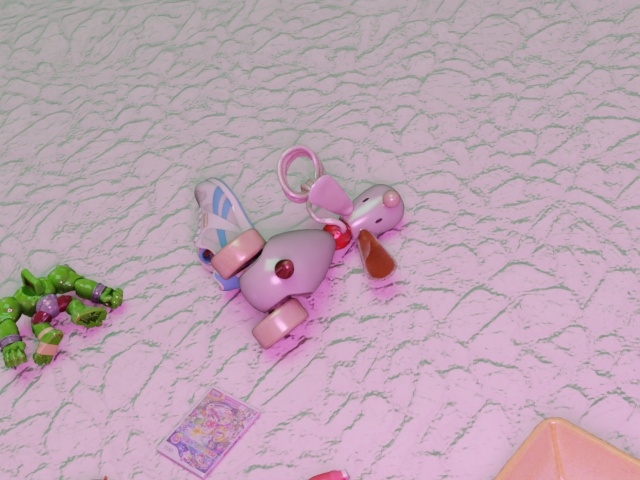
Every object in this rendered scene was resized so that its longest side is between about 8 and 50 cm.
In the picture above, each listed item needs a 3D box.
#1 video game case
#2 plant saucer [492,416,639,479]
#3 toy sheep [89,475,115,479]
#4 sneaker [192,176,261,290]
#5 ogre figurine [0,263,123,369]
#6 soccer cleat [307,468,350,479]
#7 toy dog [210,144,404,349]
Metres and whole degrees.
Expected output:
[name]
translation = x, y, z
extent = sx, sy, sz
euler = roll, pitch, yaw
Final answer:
[video game case]
translation = -0.151, 0.259, 1.559
extent = 0.087, 0.011, 0.122
euler = 23, 56, 31
[plant saucer]
translation = 0.300, 0.398, 1.263
extent = 0.333, 0.081, 0.333
euler = 28, 58, 33
[toy sheep]
translation = -0.285, 0.352, 1.451
extent = 0.091, 0.091, 0.132
euler = 6, 30, 19
[sneaker]
translation = -0.157, -0.015, 1.773
extent = 0.092, 0.087, 0.229
euler = -26, 44, -9
[ogre figurine]
translation = -0.404, 0.102, 1.716
extent = 0.197, 0.097, 0.118
euler = -42, 62, -10
[soccer cleat]
translation = 0.026, 0.382, 1.356
extent = 0.095, 0.083, 0.248
euler = -28, 44, 8
[toy dog]
translation = 0.000, 0.000, 1.644
extent = 0.220, 0.161, 0.334
euler = 37, 61, -9
